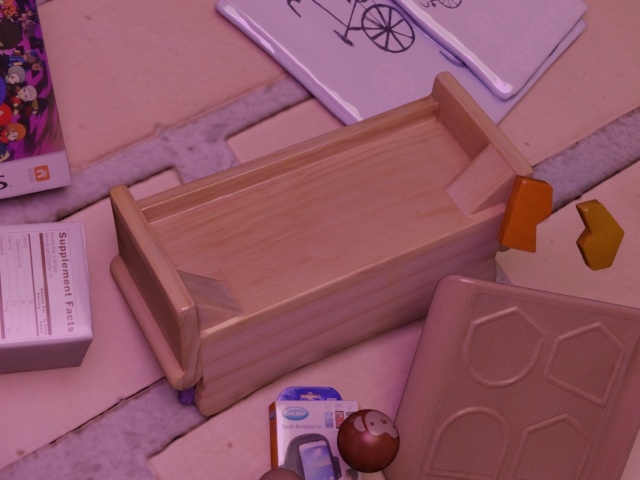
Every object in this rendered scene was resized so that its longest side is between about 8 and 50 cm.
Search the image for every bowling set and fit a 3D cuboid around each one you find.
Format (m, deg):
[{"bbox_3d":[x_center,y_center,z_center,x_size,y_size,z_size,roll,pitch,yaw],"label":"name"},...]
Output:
[{"bbox_3d":[0.012,0.240,0.855,0.287,0.154,0.200,13,92,-14],"label":"bowling set"}]

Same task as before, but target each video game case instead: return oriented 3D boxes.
[{"bbox_3d":[-0.338,-0.139,0.915,0.210,0.042,0.232,-13,104,-22],"label":"video game case"}]

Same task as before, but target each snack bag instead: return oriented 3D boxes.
[{"bbox_3d":[0.094,-0.253,1.165,0.323,0.037,0.342,43,64,0],"label":"snack bag"}]

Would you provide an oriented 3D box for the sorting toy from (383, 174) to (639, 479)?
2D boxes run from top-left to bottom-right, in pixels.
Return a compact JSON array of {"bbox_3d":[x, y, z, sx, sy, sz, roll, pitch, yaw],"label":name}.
[{"bbox_3d":[0.201,0.100,0.984,0.229,0.041,0.307,12,106,-13],"label":"sorting toy"}]

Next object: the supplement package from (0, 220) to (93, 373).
[{"bbox_3d":[-0.285,0.052,0.885,0.179,0.105,0.105,-3,72,-20],"label":"supplement package"}]

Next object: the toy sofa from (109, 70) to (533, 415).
[{"bbox_3d":[0.000,0.000,0.983,0.362,0.177,0.150,-22,56,-20],"label":"toy sofa"}]

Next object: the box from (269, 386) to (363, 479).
[{"bbox_3d":[-0.003,0.198,0.970,0.081,0.028,0.136,2,72,-17],"label":"box"}]
